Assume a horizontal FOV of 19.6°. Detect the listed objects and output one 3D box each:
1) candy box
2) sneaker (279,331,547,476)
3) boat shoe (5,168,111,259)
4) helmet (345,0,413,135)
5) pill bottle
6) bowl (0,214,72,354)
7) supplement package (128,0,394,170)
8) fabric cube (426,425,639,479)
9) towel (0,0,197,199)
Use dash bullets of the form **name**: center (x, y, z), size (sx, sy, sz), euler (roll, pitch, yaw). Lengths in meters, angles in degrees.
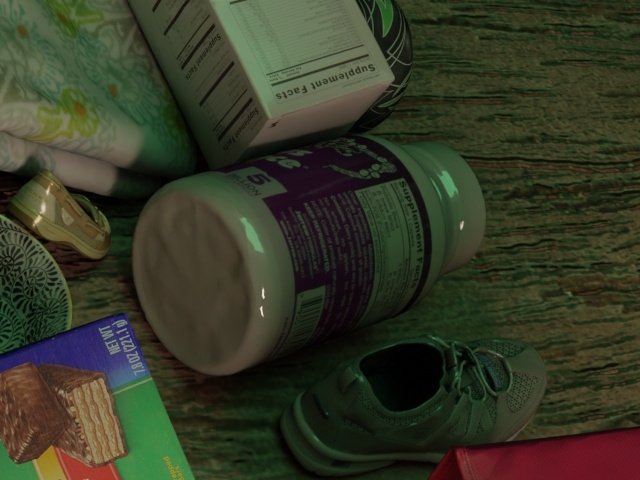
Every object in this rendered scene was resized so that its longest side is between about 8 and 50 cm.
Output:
- **candy box**: center (-0.226, 0.222, 1.225), size (0.317, 0.122, 0.268), euler (-21, 86, -42)
- **sneaker**: center (0.104, 0.131, 1.588), size (0.281, 0.115, 0.105), euler (-13, 61, -41)
- **boat shoe**: center (-0.204, -0.023, 1.515), size (0.056, 0.048, 0.153), euler (36, 2, 22)
- **helmet**: center (0.010, -0.178, 1.770), size (0.161, 0.169, 0.169), euler (25, 40, 11)
- **pill bottle**: center (0.000, 0.000, 1.595), size (0.301, 0.169, 0.169), euler (-17, 64, -43)
- **bowl**: center (-0.283, 0.058, 1.416), size (0.170, 0.080, 0.170), euler (19, 45, -20)
- **supplement package**: center (-0.066, -0.198, 1.610), size (0.139, 0.134, 0.244), euler (-20, 77, -29)
- **fabric cube**: center (0.192, 0.292, 1.272), size (0.258, 0.254, 0.259), euler (-4, 57, -25)
- **towel**: center (-0.266, -0.201, 1.536), size (0.374, 0.090, 0.320), euler (13, 47, -61)
